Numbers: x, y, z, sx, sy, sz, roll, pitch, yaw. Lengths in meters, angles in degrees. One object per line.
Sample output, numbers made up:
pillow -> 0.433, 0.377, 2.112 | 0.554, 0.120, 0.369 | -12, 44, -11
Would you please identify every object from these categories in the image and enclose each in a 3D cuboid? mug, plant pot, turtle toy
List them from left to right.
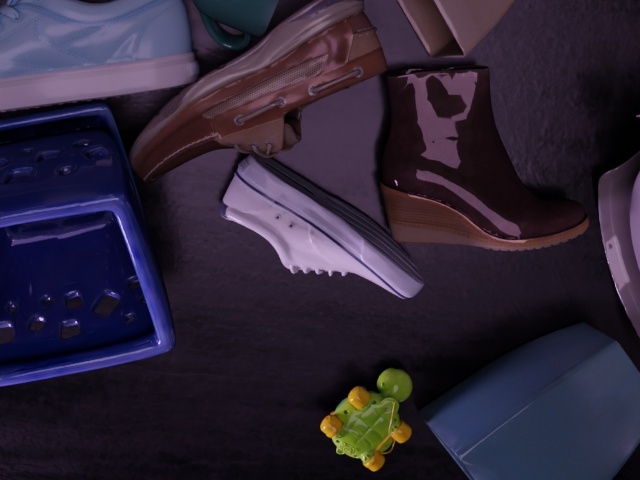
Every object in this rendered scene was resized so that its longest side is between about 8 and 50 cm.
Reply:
plant pot -> -0.297, -0.007, 1.323 | 0.236, 0.212, 0.236 | -12, 132, -2
mug -> -0.092, -0.285, 1.334 | 0.097, 0.129, 0.158 | 21, 101, -9
turtle toy -> 0.064, 0.213, 1.510 | 0.095, 0.066, 0.130 | 41, 97, -13
plant pot -> 0.154, -0.276, 1.376 | 0.096, 0.109, 0.109 | -35, 105, -8
plant pot -> 0.274, 0.217, 1.487 | 0.234, 0.165, 0.166 | -39, 105, -3

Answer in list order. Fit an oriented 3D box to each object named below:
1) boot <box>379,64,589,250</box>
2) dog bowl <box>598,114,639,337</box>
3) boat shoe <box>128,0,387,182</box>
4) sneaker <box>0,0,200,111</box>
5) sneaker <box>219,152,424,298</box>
boot -> 0.194, -0.097, 1.428 | 0.248, 0.090, 0.207 | 0, 107, -1
dog bowl -> 0.442, 0.014, 1.363 | 0.102, 0.349, 0.349 | -17, 106, -13
boat shoe -> -0.071, -0.145, 1.351 | 0.324, 0.123, 0.116 | -32, 94, 20
sneaker -> -0.321, -0.219, 1.341 | 0.365, 0.135, 0.150 | -9, 98, -12
sneaker -> 0.000, 0.000, 1.446 | 0.258, 0.094, 0.091 | 34, 108, -3
